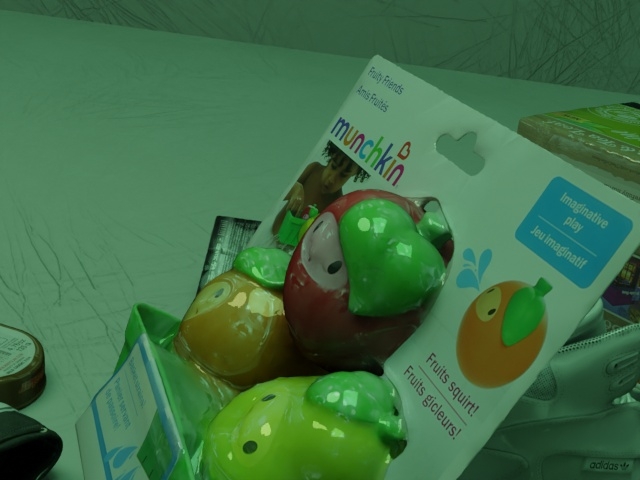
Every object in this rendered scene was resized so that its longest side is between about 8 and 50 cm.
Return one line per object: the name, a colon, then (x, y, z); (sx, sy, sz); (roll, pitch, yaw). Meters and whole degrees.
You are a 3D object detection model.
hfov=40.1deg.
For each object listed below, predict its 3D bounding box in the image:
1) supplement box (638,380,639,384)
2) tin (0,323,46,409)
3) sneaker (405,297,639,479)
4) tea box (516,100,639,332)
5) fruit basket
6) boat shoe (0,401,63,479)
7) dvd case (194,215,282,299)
supplement box: (0.223, 0.118, 0.848); (0.078, 0.080, 0.233); (3, 25, -13)
tin: (-0.331, 0.100, 0.770); (0.189, 0.040, 0.106); (13, 19, 14)
sneaker: (0.224, 0.131, 0.642); (0.365, 0.210, 0.137); (1, 24, -15)
tea box: (0.433, -0.011, 1.030); (0.323, 0.220, 0.329); (-14, 31, -40)
fruit basket: (-0.012, 0.061, 0.547); (0.165, 0.353, 0.327); (23, 14, -29)
boat shoe: (-0.250, 0.178, 0.568); (0.076, 0.080, 0.228); (12, 16, 15)
dvd case: (-0.016, 0.052, 0.918); (0.221, 0.018, 0.165); (7, 49, 1)
